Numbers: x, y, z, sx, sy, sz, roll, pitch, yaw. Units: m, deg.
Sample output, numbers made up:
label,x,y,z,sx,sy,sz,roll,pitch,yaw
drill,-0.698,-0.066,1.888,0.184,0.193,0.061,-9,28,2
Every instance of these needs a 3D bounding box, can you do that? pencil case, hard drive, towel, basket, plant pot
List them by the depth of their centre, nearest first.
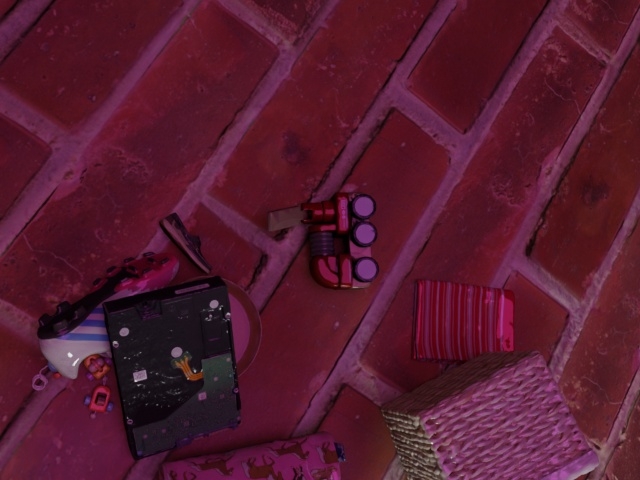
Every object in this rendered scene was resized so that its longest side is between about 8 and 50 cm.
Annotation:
label,x,y,z,sx,sy,sz,roll,pitch,yaw
hard drive,-0.286,0.253,1.491,0.237,0.064,0.339,-14,115,-21
pencil case,-0.140,0.498,1.529,0.386,0.167,0.160,-5,74,-20
plant pot,-0.243,0.195,1.608,0.236,0.032,0.236,3,82,-20
basket,0.341,0.423,1.627,0.331,0.328,0.266,-25,86,-13
towel,0.354,0.204,1.830,0.275,0.031,0.199,8,79,-19

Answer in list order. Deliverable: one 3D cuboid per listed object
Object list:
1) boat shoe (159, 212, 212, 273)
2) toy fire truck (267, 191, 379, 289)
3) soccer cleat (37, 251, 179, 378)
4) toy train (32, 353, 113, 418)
label,x,y,z,sx,sy,sz,roll,pitch,yaw
boat shoe,-0.280,0.005,1.607,0.049,0.056,0.152,-42,98,-15
toy fire truck,0.000,0.000,1.674,0.246,0.158,0.217,-1,83,-9
soccer cleat,-0.412,0.146,1.508,0.331,0.116,0.143,-36,124,-37
toy train,-0.481,0.279,1.500,0.166,0.046,0.125,25,75,-16
